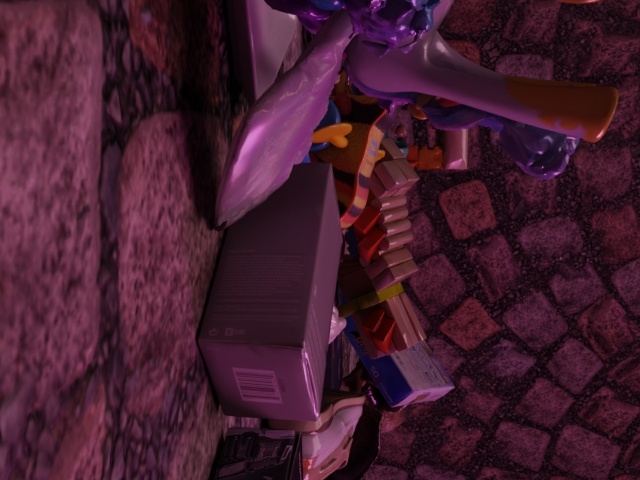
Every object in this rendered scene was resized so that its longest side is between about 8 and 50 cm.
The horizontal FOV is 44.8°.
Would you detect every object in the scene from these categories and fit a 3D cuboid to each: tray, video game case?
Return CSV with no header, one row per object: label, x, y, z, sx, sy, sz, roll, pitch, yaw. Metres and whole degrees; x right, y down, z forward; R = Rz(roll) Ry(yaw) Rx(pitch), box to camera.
tray,-0.060,-0.254,0.830,0.270,0.030,0.145,-78,167,-55
video game case,0.130,0.191,1.510,0.270,0.061,0.244,58,19,22

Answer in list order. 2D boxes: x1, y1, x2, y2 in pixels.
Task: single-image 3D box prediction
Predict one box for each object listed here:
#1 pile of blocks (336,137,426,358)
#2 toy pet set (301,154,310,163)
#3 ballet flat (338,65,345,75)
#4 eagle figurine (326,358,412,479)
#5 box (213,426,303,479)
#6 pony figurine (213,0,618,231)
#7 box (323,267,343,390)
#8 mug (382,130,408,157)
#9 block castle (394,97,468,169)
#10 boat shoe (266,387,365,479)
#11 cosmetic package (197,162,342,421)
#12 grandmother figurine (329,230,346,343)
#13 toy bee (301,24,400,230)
pile of blocks,0.072,0.023,1.228,0.112,0.148,0.362,-15,104,-56
toy pet set,-0.040,-0.079,0.890,0.114,0.065,0.122,79,14,-61
ballet flat,0.056,-0.378,1.397,0.483,0.164,0.182,-76,145,-85
eagle figurine,0.100,0.387,1.685,0.225,0.226,0.298,-120,-160,-62
box,-0.064,0.373,0.740,0.242,0.076,0.308,-78,168,-56
pony figurine,0.055,-0.172,0.634,0.351,0.363,0.303,98,10,-54
box,0.004,0.167,1.333,0.183,0.059,0.233,-65,155,-76
mug,0.056,-0.175,1.288,0.097,0.157,0.130,-62,138,-67
block castle,0.200,-0.278,1.862,0.453,0.302,0.213,-47,137,-81
boat shoe,-0.009,0.268,1.090,0.302,0.113,0.103,11,82,-72
cosmetic package,-0.040,0.043,0.767,0.127,0.107,0.238,80,16,-47
grandmother figurine,0.000,0.000,1.132,0.208,0.104,0.343,87,10,-60
toy bee,0.039,-0.148,0.960,0.195,0.162,0.298,-39,128,-64
